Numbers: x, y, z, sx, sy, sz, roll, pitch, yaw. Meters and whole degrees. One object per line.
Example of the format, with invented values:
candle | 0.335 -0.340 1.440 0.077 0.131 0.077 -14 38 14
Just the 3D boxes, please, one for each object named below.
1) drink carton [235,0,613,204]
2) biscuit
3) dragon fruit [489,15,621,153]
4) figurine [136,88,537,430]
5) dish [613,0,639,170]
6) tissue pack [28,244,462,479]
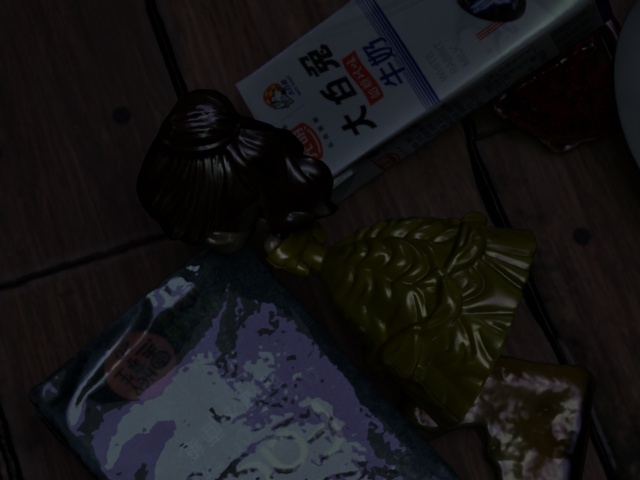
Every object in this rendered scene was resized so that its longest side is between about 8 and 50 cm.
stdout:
drink carton | 0.091 -0.167 1.074 0.315 0.106 0.130 -35 75 13
biscuit | 0.150 0.178 1.068 0.183 0.039 0.174 14 75 0
dragon fruit | 0.227 -0.177 1.166 0.127 0.120 0.161 -24 49 22
figurine | -0.001 0.002 0.988 0.315 0.168 0.187 27 69 -2
dish | 0.412 -0.138 1.089 0.273 0.134 0.273 7 76 -27
tissue pack | -0.058 0.178 1.015 0.228 0.103 0.315 -40 80 -15
